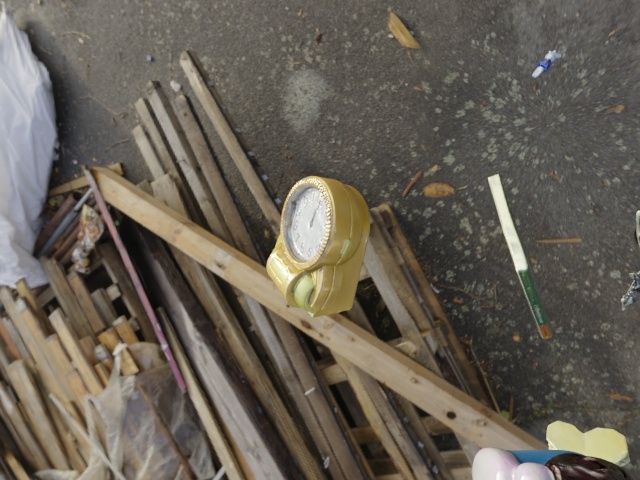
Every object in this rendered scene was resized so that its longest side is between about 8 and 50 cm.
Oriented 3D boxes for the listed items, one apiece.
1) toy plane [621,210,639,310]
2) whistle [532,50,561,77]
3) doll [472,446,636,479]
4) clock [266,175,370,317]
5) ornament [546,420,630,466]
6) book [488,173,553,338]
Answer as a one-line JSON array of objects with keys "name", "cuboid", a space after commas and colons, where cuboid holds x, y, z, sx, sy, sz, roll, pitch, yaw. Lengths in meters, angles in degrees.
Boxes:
[{"name": "toy plane", "cuboid": [0.612, 0.033, 0.734, 0.192, 0.262, 0.088, -45, 43, 4]}, {"name": "whistle", "cuboid": [0.564, -0.441, 1.015, 0.083, 0.029, 0.033, -49, 57, 2]}, {"name": "doll", "cuboid": [0.273, 0.304, 0.299, 0.240, 0.310, 0.284, -18, 92, -6]}, {"name": "clock", "cuboid": [0.000, 0.000, 1.010, 0.244, 0.200, 0.317, 43, 124, 45]}, {"name": "ornament", "cuboid": [0.768, 0.614, 1.168, 0.201, 0.180, 0.059, -7, 112, 34]}, {"name": "book", "cuboid": [0.477, 0.049, 0.966, 0.043, 0.260, 0.371, -18, 139, 26]}]
